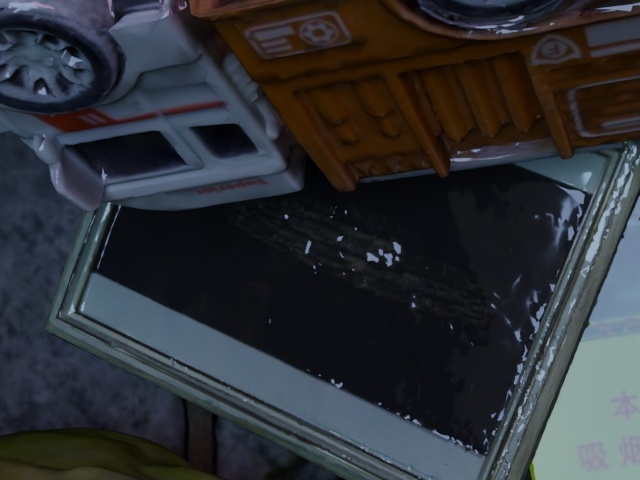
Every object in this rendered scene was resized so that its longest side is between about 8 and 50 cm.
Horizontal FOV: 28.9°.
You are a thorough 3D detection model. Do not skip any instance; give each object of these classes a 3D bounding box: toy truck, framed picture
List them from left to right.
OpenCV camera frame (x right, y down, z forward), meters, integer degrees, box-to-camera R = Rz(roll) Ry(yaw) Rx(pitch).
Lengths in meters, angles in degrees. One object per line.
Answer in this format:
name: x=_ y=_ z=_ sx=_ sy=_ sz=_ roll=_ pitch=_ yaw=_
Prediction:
framed picture: x=0.000 y=0.000 z=0.662 sx=0.293 sy=0.018 sz=0.231 roll=23 pitch=97 yaw=21
toy truck: x=0.035 y=-0.121 z=0.541 sx=0.387 sy=0.207 sz=0.173 roll=-8 pitch=59 yaw=18

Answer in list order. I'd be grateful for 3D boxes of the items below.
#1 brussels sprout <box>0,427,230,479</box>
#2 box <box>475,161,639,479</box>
brussels sprout: x=-0.151 y=0.223 z=0.581 sx=0.328 sy=0.328 sz=0.247 roll=1 pitch=112 yaw=12
box: x=0.179 y=-0.007 z=0.641 sx=0.187 sy=0.047 sz=0.335 roll=-10 pitch=85 yaw=12
